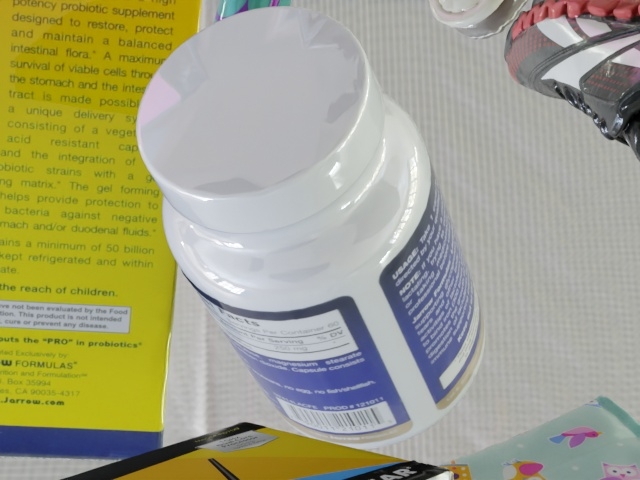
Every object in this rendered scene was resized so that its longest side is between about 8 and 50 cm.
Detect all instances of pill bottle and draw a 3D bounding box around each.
[{"bbox_3d":[0.000,0.000,0.777,0.153,0.264,0.153,-9,-126,12],"label":"pill bottle"}]

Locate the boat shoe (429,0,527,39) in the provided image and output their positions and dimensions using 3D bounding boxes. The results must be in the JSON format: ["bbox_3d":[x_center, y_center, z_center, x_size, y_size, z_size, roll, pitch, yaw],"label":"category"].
[{"bbox_3d":[0.186,-0.304,1.172,0.117,0.097,0.324,3,-116,39],"label":"boat shoe"}]

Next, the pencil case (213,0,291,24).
[{"bbox_3d":[-0.054,-0.188,1.128,0.070,0.064,0.151,17,-87,48],"label":"pencil case"}]

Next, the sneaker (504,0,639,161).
[{"bbox_3d":[0.224,-0.118,0.988,0.098,0.276,0.135,16,-96,-31],"label":"sneaker"}]

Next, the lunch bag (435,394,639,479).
[{"bbox_3d":[0.180,0.291,1.085,0.223,0.160,0.262,-16,-59,-28],"label":"lunch bag"}]

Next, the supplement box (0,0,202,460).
[{"bbox_3d":[-0.192,-0.054,0.914,0.195,0.194,0.356,4,-69,-10],"label":"supplement box"}]

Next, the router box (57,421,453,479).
[{"bbox_3d":[-0.059,0.115,0.484,0.179,0.133,0.046,-12,-81,-39],"label":"router box"}]
